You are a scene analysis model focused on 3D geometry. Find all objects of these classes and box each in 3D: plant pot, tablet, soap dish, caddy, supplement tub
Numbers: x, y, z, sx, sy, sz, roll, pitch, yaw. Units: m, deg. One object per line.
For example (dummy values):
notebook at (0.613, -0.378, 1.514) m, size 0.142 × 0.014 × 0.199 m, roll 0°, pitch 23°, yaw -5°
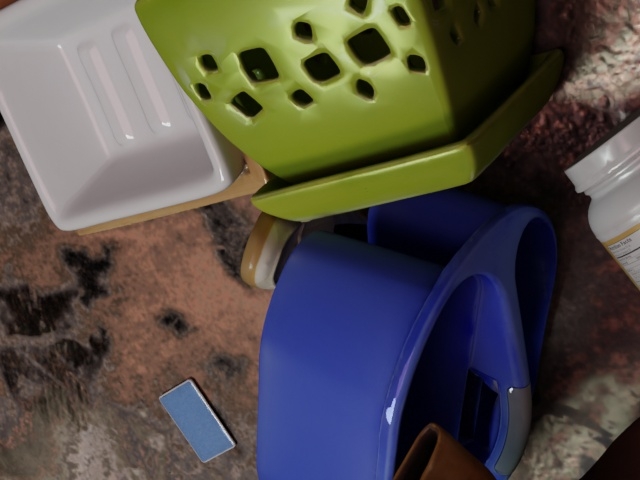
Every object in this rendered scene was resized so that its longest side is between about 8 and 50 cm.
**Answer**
plant pot at (0.039, -0.147, 1.005) m, size 0.228 × 0.227 × 0.207 m, roll -12°, pitch 110°, yaw 35°
tablet at (-0.125, 0.184, 1.384) m, size 0.054 × 0.006 × 0.083 m, roll -33°, pitch 93°, yaw 37°
soap dish at (-0.158, -0.136, 1.161) m, size 0.291 × 0.118 × 0.229 m, roll -11°, pitch 105°, yaw 49°
caddy at (0.086, 0.113, 1.070) m, size 0.179 × 0.241 × 0.341 m, roll 26°, pitch 132°, yaw 28°
supplement tub at (0.283, -0.010, 0.961) m, size 0.199 × 0.144 × 0.144 m, roll 52°, pitch 127°, yaw 2°

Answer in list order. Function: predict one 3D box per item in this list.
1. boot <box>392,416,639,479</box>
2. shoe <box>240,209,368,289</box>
boot at (0.152, 0.196, 1.020) m, size 0.264 × 0.280 × 0.096 m, roll -52°, pitch 38°, yaw 1°
shoe at (0.000, 0.000, 1.100) m, size 0.058 × 0.219 × 0.076 m, roll 16°, pitch 102°, yaw 19°
